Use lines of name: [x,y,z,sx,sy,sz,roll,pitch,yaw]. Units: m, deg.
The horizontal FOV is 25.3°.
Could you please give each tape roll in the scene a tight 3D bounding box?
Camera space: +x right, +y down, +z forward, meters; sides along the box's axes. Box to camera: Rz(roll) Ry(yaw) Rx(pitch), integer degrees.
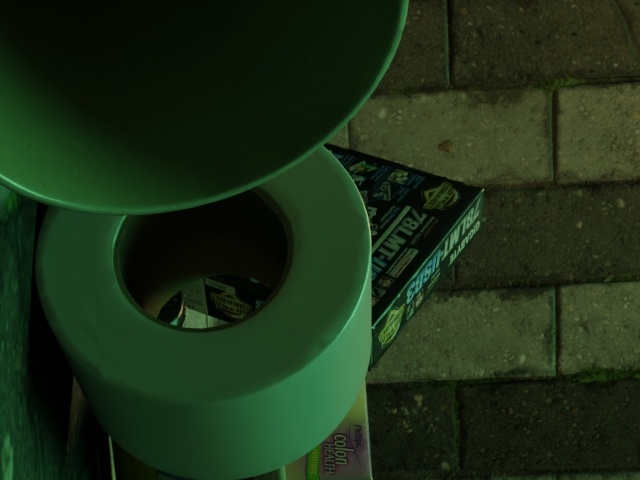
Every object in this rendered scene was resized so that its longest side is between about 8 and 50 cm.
tape roll: [-0.081,0.043,1.093,0.169,0.246,0.246,85,3,-62]

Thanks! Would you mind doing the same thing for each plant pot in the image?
plant pot: [-0.117,-0.199,0.822,0.256,0.256,0.274,86,-16,-51]

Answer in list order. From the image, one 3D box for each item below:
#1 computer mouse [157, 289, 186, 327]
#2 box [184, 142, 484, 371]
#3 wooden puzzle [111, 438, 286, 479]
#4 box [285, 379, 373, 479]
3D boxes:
computer mouse: [-0.169,0.026,1.408,0.242,0.071,0.041,-98,-168,-52]
box: [0.000,0.000,1.671,0.295,0.293,0.073,-49,148,-42]
wooden puzzle: [-0.113,0.222,1.235,0.044,0.221,0.238,-12,106,-45]
box: [-0.068,0.241,1.496,0.213,0.243,0.117,-92,179,-65]
